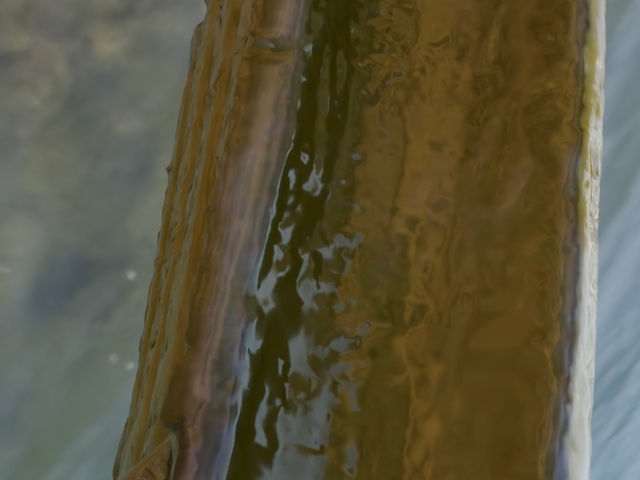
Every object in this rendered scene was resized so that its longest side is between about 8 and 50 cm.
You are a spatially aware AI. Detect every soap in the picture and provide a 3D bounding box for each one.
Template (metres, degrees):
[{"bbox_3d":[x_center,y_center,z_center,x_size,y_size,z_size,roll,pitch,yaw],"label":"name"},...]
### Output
[{"bbox_3d":[0.000,0.000,0.584,0.156,0.335,0.293,10,151,-7],"label":"soap"}]
